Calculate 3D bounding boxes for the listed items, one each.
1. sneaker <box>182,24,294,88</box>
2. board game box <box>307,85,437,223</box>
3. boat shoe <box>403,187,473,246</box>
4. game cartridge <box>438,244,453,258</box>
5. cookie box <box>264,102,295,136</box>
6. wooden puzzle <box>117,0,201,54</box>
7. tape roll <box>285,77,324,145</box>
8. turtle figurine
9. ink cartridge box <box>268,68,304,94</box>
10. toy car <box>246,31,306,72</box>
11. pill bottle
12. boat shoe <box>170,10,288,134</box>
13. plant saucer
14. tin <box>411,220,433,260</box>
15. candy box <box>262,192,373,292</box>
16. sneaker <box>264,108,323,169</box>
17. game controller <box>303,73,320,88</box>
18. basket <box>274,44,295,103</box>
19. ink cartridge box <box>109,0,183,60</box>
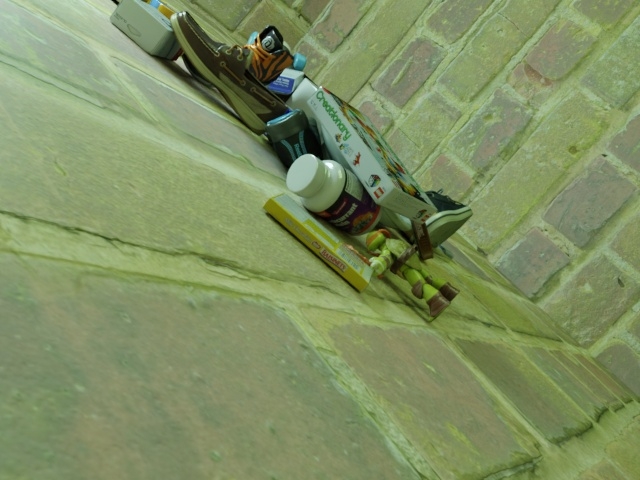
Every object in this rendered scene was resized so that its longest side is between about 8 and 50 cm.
[{"bbox_3d":[-0.198,-0.489,1.687,0.321,0.180,0.125,-14,75,-52],"label":"sneaker"},{"bbox_3d":[0.107,-0.178,1.365,0.193,0.053,0.305,18,35,-54],"label":"board game box"},{"bbox_3d":[0.361,-0.078,2.083,0.156,0.187,0.500,50,19,15],"label":"boat shoe"},{"bbox_3d":[0.443,0.032,2.330,0.056,0.017,0.083,36,12,-38],"label":"game cartridge"},{"bbox_3d":[-0.112,-0.314,1.693,0.040,0.092,0.107,43,11,-1],"label":"cookie box"},{"bbox_3d":[-0.470,-0.656,1.863,0.348,0.080,0.322,42,12,6],"label":"wooden puzzle"},{"bbox_3d":[-0.003,-0.336,1.921,0.246,0.169,0.246,38,13,-10],"label":"tape roll"},{"bbox_3d":[0.163,0.047,1.241,0.217,0.087,0.269,42,12,10],"label":"turtle figurine"},{"bbox_3d":[-0.174,-0.491,1.939,0.223,0.045,0.224,13,23,4],"label":"ink cartridge box"},{"bbox_3d":[-0.211,-0.636,2.454,0.219,0.210,0.238,19,-8,-25],"label":"toy car"},{"bbox_3d":[0.027,-0.091,1.278,0.193,0.108,0.108,29,16,-41],"label":"pill bottle"},{"bbox_3d":[-0.207,-0.413,1.537,0.342,0.123,0.123,50,15,-20],"label":"boat shoe"},{"bbox_3d":[0.094,-0.179,1.672,0.400,0.100,0.400,55,13,-20],"label":"plant saucer"},{"bbox_3d":[0.266,-0.038,1.769,0.106,0.040,0.190,-53,127,-81],"label":"tin"},{"bbox_3d":[0.000,0.000,1.059,0.206,0.027,0.105,41,10,1],"label":"candy box"},{"bbox_3d":[-0.056,-0.216,1.538,0.341,0.125,0.140,-52,120,-81],"label":"sneaker"},{"bbox_3d":[-0.107,-0.585,2.526,0.067,0.166,0.319,-9,47,-48],"label":"game controller"},{"bbox_3d":[-0.158,-0.525,2.156,0.154,0.204,0.227,68,-4,-50],"label":"basket"},{"bbox_3d":[-0.395,-0.495,1.527,0.127,0.072,0.175,40,11,-3],"label":"ink cartridge box"}]
